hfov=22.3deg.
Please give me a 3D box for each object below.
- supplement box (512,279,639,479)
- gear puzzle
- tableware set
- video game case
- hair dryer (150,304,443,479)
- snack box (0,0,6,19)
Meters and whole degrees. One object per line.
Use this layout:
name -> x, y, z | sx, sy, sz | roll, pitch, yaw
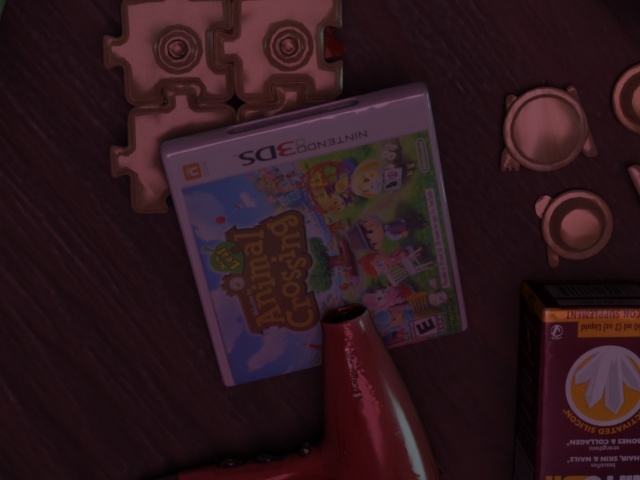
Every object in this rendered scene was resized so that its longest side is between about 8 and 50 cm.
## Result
supplement box -> 0.207, 0.129, 1.241 | 0.104, 0.081, 0.188 | -1, 104, -5
gear puzzle -> -0.070, -0.187, 1.165 | 0.175, 0.044, 0.339 | -3, 103, -8
tableware set -> 0.221, -0.061, 1.228 | 0.168, 0.020, 0.141 | -16, 102, 1
video game case -> 0.000, 0.000, 1.191 | 0.193, 0.023, 0.212 | -13, 123, -1
hair dryer -> -0.018, 0.182, 1.227 | 0.223, 0.080, 0.293 | 23, 105, -11
snack box -> -0.229, -0.203, 1.072 | 0.060, 0.187, 0.322 | 19, 101, -9
